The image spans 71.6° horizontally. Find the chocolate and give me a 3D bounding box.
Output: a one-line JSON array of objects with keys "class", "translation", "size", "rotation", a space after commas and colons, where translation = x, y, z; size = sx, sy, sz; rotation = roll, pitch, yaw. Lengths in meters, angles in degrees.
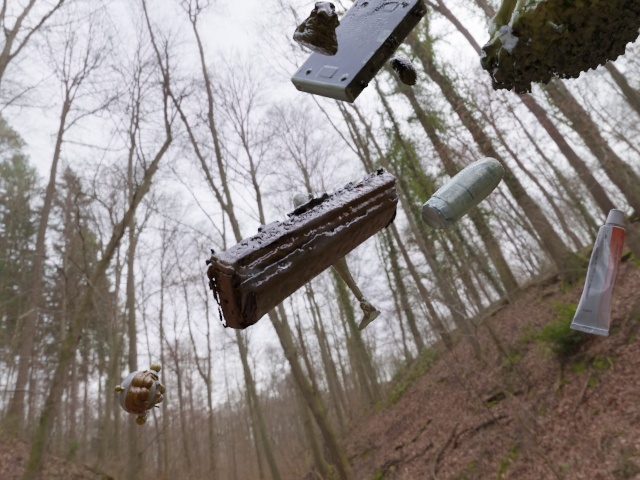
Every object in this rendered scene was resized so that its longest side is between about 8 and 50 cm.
[{"class": "chocolate", "translation": [0.004, -0.001, 0.562], "size": [0.329, 0.065, 0.103], "rotation": [-31, -50, -40]}]

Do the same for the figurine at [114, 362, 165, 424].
[{"class": "figurine", "translation": [-0.325, 0.278, 0.827], "size": [0.068, 0.102, 0.143], "rotation": [8, 3, 3]}]

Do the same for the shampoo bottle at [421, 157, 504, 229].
[{"class": "shampoo bottle", "translation": [0.278, -0.094, 0.858], "size": [0.212, 0.072, 0.049], "rotation": [-34, -9, -27]}]

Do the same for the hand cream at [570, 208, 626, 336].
[{"class": "hand cream", "translation": [0.480, 0.052, 0.749], "size": [0.038, 0.216, 0.052], "rotation": [17, -5, -2]}]

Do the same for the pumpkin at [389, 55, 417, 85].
[{"class": "pumpkin", "translation": [0.189, -0.384, 0.987], "size": [0.050, 0.083, 0.028], "rotation": [-30, -15, -33]}]

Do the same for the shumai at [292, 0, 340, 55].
[{"class": "shumai", "translation": [0.000, -0.375, 0.775], "size": [0.081, 0.083, 0.082], "rotation": [-69, -15, 10]}]

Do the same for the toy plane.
[{"class": "toy plane", "translation": [0.028, 0.034, 0.848], "size": [0.092, 0.286, 0.108], "rotation": [-33, -3, -30]}]

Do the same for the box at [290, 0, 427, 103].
[{"class": "box", "translation": [0.078, -0.416, 0.945], "size": [0.270, 0.210, 0.045], "rotation": [-51, -43, -8]}]

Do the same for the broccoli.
[{"class": "broccoli", "translation": [0.218, -0.335, 0.501], "size": [0.274, 0.353, 0.397], "rotation": [16, -13, -37]}]
